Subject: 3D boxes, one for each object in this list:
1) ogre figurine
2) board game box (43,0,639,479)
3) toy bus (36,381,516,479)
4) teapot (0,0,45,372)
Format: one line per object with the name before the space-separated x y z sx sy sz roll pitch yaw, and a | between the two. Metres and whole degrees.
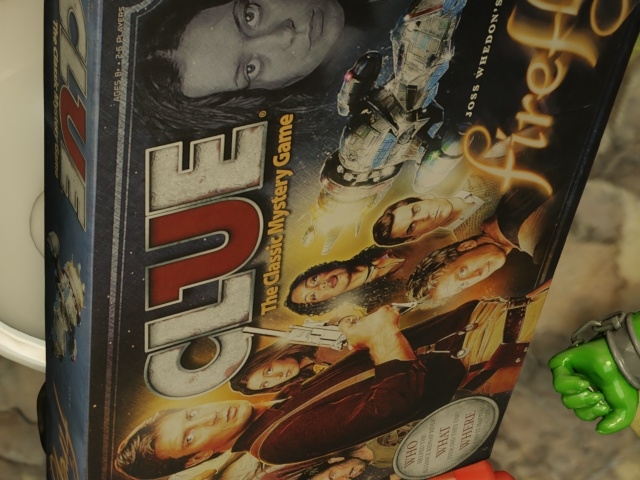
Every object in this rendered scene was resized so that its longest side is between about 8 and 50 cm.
ogre figurine | 0.211 0.069 0.589 0.197 0.097 0.118 39 123 -4
board game box | 0.000 0.000 0.412 0.165 0.042 0.243 -14 137 -23
toy bus | -0.009 0.137 0.565 0.211 0.220 0.149 -4 113 -2
teapot | -0.075 -0.038 0.492 0.252 0.187 0.256 2 118 1
